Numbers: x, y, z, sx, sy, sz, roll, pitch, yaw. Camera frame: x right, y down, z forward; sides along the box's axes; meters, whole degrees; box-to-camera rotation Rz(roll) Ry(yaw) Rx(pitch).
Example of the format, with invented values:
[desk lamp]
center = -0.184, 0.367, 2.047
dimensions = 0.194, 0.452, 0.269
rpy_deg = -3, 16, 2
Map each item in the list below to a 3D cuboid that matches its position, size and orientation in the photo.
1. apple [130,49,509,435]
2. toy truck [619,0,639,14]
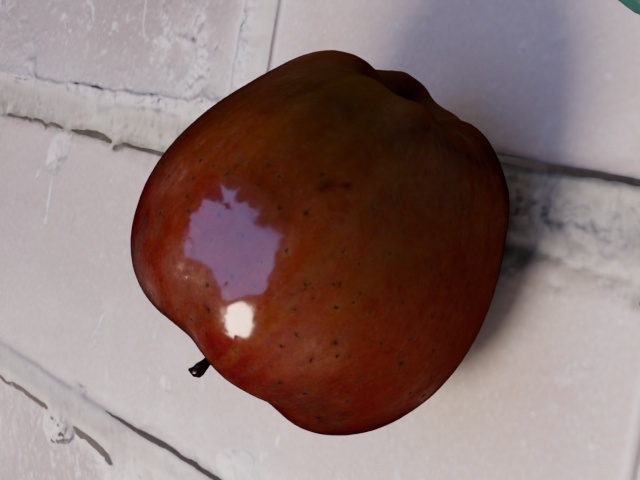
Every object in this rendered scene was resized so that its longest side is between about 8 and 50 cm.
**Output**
[apple]
center = -0.001, 0.000, 0.908
dimensions = 0.234, 0.234, 0.234
rpy_deg = -10, 78, 53
[toy truck]
center = 0.269, -0.007, 0.577
dimensions = 0.363, 0.178, 0.177
rpy_deg = 55, 128, 38
